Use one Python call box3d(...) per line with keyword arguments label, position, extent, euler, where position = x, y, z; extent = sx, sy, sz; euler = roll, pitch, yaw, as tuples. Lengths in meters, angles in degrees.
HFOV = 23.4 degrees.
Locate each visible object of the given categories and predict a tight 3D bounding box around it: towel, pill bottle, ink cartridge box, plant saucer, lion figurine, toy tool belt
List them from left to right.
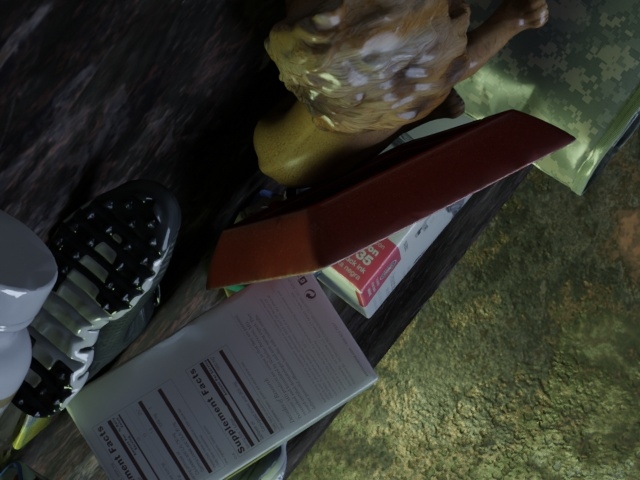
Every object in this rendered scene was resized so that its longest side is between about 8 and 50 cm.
box3d(label="pill bottle", position=(-0.226, 0.072, 0.859), extent=(0.186, 0.112, 0.112), euler=(-55, 169, 21))
box3d(label="towel", position=(-0.237, 0.142, 1.332), extent=(0.060, 0.009, 0.083), euler=(-39, 164, -46))
box3d(label="toy tool belt", position=(-0.052, -0.025, 1.470), extent=(0.051, 0.052, 0.083), euler=(-85, -159, -45))
box3d(label="lion figurine", position=(0.027, -0.117, 1.232), extent=(0.240, 0.142, 0.392), euler=(-36, 168, -28))
box3d(label="plant saucer", position=(0.044, -0.038, 1.303), extent=(0.258, 0.047, 0.259), euler=(-26, -175, -23))
box3d(label="ink cartridge box", position=(0.095, -0.067, 1.728), extent=(0.283, 0.117, 0.207), euler=(-50, 169, -5))

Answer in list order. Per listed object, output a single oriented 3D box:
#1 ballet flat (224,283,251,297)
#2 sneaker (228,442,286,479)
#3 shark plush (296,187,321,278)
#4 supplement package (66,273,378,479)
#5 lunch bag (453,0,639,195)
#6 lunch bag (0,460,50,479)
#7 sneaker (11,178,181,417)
box3d(label="ballet flat", position=(-0.068, 0.032, 1.562), extent=(0.206, 0.073, 0.067), euler=(99, 9, -77))
box3d(label="sneaker", position=(-0.109, 0.154, 1.666), extent=(0.101, 0.153, 0.268), euler=(144, -46, -68))
box3d(label="shark plush", position=(0.000, 0.000, 1.570), extent=(0.073, 0.067, 0.161), euler=(84, 19, -68))
box3d(label="supplement package", position=(-0.088, 0.138, 1.394), extent=(0.244, 0.134, 0.139), euler=(-32, 174, -6))
box3d(label="lunch bag", position=(0.243, -0.218, 1.519), extent=(0.287, 0.235, 0.169), euler=(-56, 172, 21))
box3d(label="lunch bag", position=(-0.287, 0.347, 1.327), extent=(0.303, 0.115, 0.243), euler=(-52, -155, 12))
box3d(label="sneaker", position=(-0.155, 0.028, 1.127), extent=(0.234, 0.078, 0.106), euler=(-55, 173, 37))
